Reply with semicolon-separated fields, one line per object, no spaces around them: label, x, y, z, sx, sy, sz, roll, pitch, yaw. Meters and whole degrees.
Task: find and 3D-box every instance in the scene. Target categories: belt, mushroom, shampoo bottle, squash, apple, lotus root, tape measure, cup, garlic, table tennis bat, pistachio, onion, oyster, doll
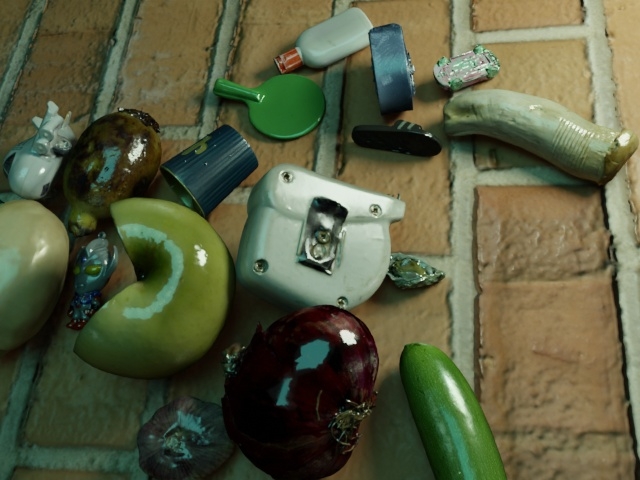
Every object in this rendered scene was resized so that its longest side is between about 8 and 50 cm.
belt;0.141;-0.342;1.313;0.082;0.141;0.190;-8;59;6
mushroom;0.395;-0.203;1.220;0.351;0.095;0.122;21;87;23
shampoo bottle;0.005;-0.424;1.434;0.221;0.051;0.108;-27;64;-3
squash;0.210;0.323;0.979;0.107;0.107;0.395;-17;60;3
apple;-0.260;0.088;1.107;0.234;0.258;0.295;10;67;1
lotus root;-0.419;-0.146;1.327;0.169;0.141;0.314;12;67;19
tape measure;0.000;0.000;1.124;0.258;0.130;0.265;17;69;-20
cup;-0.224;-0.146;1.310;0.155;0.131;0.176;-40;37;-15
garlic;-0.220;0.324;1.069;0.159;0.102;0.147;-8;61;7
table tennis bat;-0.112;-0.295;1.404;0.257;0.039;0.160;19;69;14
pistachio;-0.573;0.063;1.227;0.188;0.187;0.299;0;60;12
onion;-0.024;0.221;0.996;0.281;0.221;0.280;-3;86;44
oyster;0.155;0.056;1.174;0.098;0.037;0.100;-23;38;-21
doll;-0.441;0.075;1.266;0.104;0.062;0.194;-13;62;49

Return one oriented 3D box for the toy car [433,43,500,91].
toy car;0.292;-0.341;1.331;0.142;0.055;0.069;-20;69;-11

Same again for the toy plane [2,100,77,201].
toy plane;-0.569;-0.173;1.347;0.117;0.245;0.244;25;66;-14

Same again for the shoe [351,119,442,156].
shoe;0.151;-0.210;1.287;0.179;0.071;0.049;10;62;21

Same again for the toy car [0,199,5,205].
toy car;-0.668;-0.043;1.388;0.122;0.035;0.059;38;76;17
